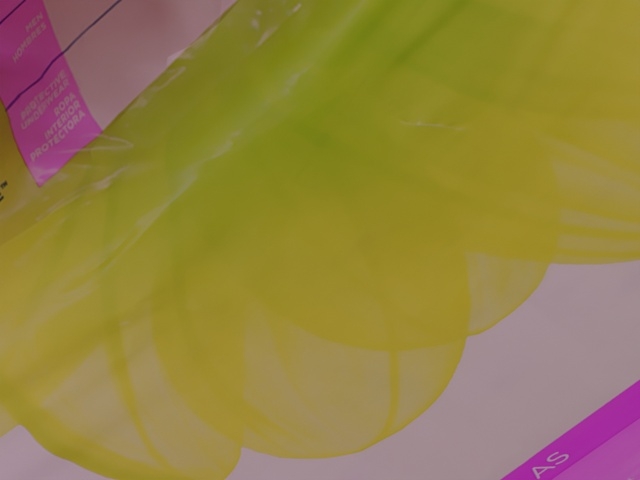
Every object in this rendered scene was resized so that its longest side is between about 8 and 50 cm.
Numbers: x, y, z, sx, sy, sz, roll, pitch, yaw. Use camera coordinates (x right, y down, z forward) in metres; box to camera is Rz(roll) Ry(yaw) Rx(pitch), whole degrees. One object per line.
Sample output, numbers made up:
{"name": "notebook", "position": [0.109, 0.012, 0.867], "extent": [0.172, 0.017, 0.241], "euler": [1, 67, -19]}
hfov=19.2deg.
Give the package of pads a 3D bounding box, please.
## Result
{"name": "package of pads", "position": [0.000, 0.000, 0.455], "extent": [0.296, 0.101, 0.229], "euler": [-41, 138, 25]}
